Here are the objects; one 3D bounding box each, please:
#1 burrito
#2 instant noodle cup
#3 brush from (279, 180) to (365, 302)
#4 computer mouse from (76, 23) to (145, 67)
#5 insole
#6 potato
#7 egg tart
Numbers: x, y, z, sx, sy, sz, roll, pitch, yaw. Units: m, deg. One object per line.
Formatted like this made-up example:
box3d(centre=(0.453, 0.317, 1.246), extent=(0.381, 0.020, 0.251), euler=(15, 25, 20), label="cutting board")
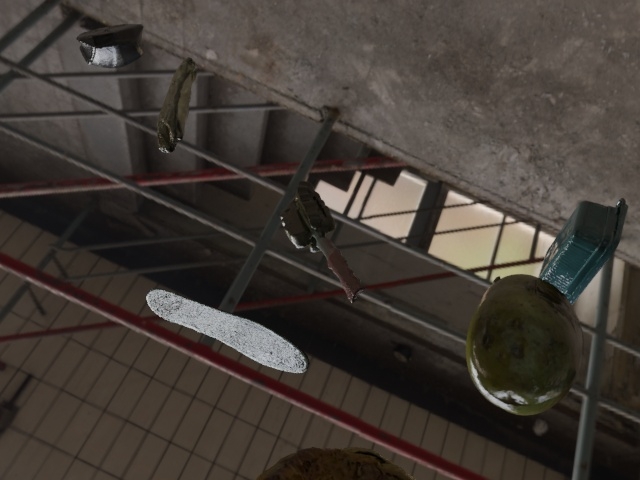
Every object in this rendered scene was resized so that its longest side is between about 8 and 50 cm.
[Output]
box3d(centre=(-0.306, -0.294, 1.183), extent=(0.063, 0.229, 0.058), euler=(-11, 148, 39), label="burrito")
box3d(centre=(0.429, 0.017, 0.917), extent=(0.070, 0.157, 0.179), euler=(30, 133, 13), label="instant noodle cup")
box3d(centre=(0.000, 0.000, 0.859), extent=(0.071, 0.301, 0.084), euler=(16, 113, -27), label="brush")
box3d(centre=(-0.346, -0.324, 0.921), extent=(0.192, 0.105, 0.062), euler=(40, 146, 58), label="computer mouse")
box3d(centre=(-0.120, 0.116, 0.713), extent=(0.232, 0.003, 0.080), euler=(23, 132, 1), label="insole")
box3d(centre=(0.288, 0.141, 0.772), extent=(0.148, 0.197, 0.228), euler=(-17, 155, 23), label="potato")
box3d(centre=(0.043, 0.380, 0.689), extent=(0.290, 0.290, 0.115), euler=(19, 105, 10), label="egg tart")
